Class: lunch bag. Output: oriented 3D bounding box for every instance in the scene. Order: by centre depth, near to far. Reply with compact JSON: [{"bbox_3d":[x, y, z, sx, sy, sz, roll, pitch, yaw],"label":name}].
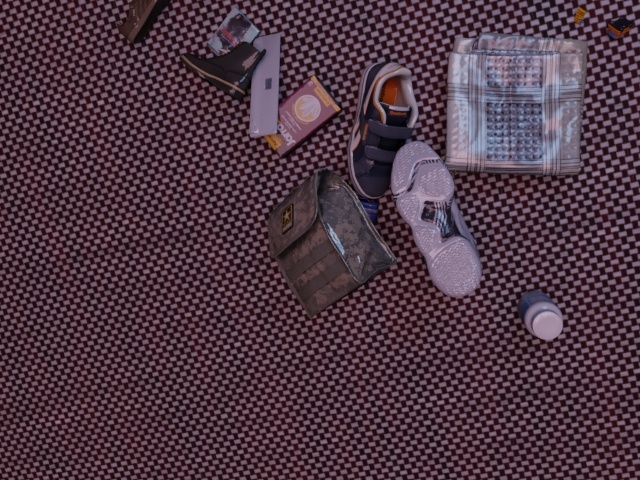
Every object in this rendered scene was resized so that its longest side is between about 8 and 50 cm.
[{"bbox_3d":[0.000,0.000,1.525,0.235,0.169,0.287,-38,81,48],"label":"lunch bag"},{"bbox_3d":[0.093,-0.077,1.586,0.098,0.067,0.065,13,101,7],"label":"lunch bag"}]

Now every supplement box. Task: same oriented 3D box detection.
[{"bbox_3d":[-0.050,-0.296,1.562,0.188,0.081,0.104,-38,93,12],"label":"supplement box"}]

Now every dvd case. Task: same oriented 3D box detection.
[{"bbox_3d":[-0.213,-0.493,1.576,0.087,0.013,0.119,45,114,0],"label":"dvd case"}]

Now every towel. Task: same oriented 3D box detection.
[{"bbox_3d":[0.442,-0.311,1.468,0.312,0.056,0.324,3,86,7],"label":"towel"}]

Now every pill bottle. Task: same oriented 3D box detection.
[{"bbox_3d":[0.518,0.177,1.521,0.087,0.160,0.087,1,100,8],"label":"pill bottle"}]

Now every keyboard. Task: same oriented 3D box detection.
[{"bbox_3d":[-0.132,-0.372,1.546,0.072,0.014,0.256,-2,79,18],"label":"keyboard"}]

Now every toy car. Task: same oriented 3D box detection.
[{"bbox_3d":[0.638,-0.492,1.464,0.122,0.060,0.040,33,147,18],"label":"toy car"}]

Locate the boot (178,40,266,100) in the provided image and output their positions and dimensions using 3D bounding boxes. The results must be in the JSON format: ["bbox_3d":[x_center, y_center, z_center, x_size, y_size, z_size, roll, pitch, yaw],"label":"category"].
[{"bbox_3d":[-0.233,-0.438,1.566,0.198,0.077,0.137,33,95,15],"label":"boot"}]

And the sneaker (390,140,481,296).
[{"bbox_3d":[0.269,-0.043,1.509,0.137,0.210,0.365,-21,81,11],"label":"sneaker"}]

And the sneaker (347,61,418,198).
[{"bbox_3d":[0.144,-0.251,1.502,0.126,0.127,0.321,-3,102,-28],"label":"sneaker"}]

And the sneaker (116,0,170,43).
[{"bbox_3d":[-0.429,-0.574,1.577,0.071,0.066,0.188,41,102,1],"label":"sneaker"}]

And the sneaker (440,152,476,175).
[{"bbox_3d":[0.334,-0.184,1.534,0.192,0.064,0.086,-45,86,9],"label":"sneaker"}]
